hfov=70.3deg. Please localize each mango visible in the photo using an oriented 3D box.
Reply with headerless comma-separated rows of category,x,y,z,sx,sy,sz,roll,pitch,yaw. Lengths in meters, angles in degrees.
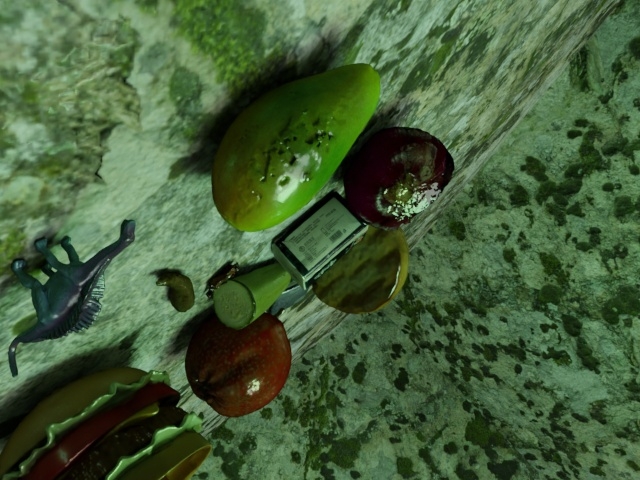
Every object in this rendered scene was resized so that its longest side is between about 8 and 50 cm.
mango,-0.028,-0.110,0.499,0.233,0.111,0.125,-46,170,1

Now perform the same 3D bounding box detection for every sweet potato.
sweet potato,-0.208,0.077,0.673,0.153,0.038,0.041,99,16,-64

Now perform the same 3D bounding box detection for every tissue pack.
tissue pack,-0.001,0.000,0.885,0.170,0.103,0.090,-39,169,-17
tissue pack,-0.077,0.118,1.087,0.112,0.051,0.156,-26,161,-25

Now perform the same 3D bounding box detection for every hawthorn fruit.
hawthorn fruit,-0.148,0.223,0.921,0.253,0.205,0.205,-37,164,-44

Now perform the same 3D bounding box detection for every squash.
squash,-0.108,0.082,0.892,0.094,0.094,0.224,-53,170,31

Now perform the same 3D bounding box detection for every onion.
onion,0.126,-0.131,0.838,0.195,0.139,0.218,-49,-158,20

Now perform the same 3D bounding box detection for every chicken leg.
chicken leg,-0.171,0.067,0.776,0.083,0.021,0.036,-45,175,5

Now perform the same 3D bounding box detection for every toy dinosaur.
toy dinosaur,-0.238,0.046,0.417,0.197,0.080,0.045,-47,168,10

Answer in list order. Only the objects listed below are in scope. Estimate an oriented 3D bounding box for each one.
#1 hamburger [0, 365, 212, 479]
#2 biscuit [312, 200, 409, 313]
hamburger,-0.317,0.308,0.663,0.274,0.212,0.274,-43,164,-16
biscuit,0.093,0.050,1.018,0.091,0.213,0.274,-18,144,-55
